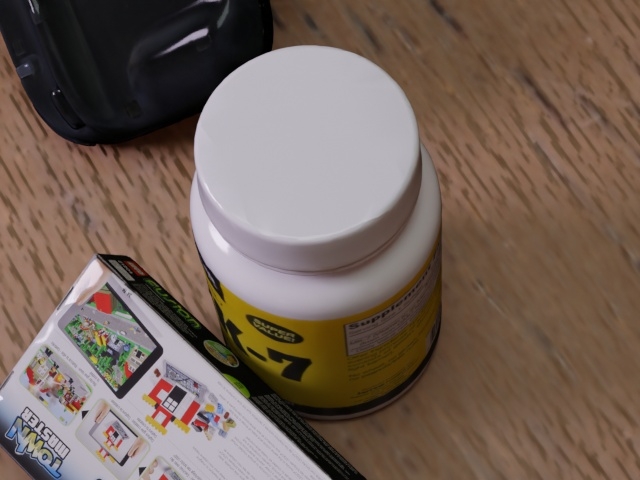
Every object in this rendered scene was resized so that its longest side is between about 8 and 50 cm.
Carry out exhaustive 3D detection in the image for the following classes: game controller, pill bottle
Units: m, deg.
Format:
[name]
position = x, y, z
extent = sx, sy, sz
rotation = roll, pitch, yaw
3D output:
[game controller]
position = -0.135, -0.213, 0.950
extent = 0.166, 0.067, 0.319
rotation = -19, 95, 27
[pill bottle]
position = 0.000, 0.000, 0.856
extent = 0.119, 0.208, 0.119
rotation = -2, 65, 3

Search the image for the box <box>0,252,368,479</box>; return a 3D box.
[box]
position = -0.067, 0.114, 0.875
extent = 0.207, 0.036, 0.114
rotation = 42, 104, 19
